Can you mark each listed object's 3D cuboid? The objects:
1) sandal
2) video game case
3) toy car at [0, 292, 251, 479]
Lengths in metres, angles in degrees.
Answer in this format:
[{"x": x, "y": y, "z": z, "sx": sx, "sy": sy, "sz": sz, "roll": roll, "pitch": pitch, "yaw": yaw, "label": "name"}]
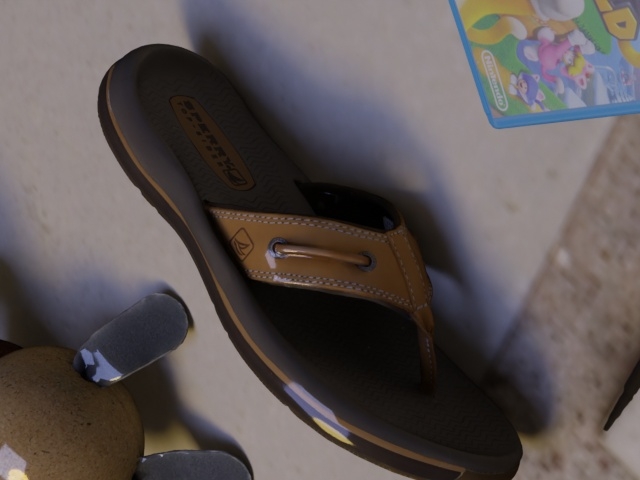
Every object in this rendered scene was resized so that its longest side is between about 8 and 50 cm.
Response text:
[{"x": 0.000, "y": 0.000, "z": 0.704, "sx": 0.060, "sy": 0.090, "sz": 0.219, "roll": -49, "pitch": 64, "yaw": 30, "label": "sandal"}, {"x": 0.093, "y": -0.096, "z": 0.562, "sx": 0.166, "sy": 0.015, "sz": 0.119, "roll": -3, "pitch": 110, "yaw": 52, "label": "video game case"}, {"x": -0.126, "y": 0.088, "z": 0.900, "sx": 0.188, "sy": 0.149, "sz": 0.155, "roll": -17, "pitch": 104, "yaw": 25, "label": "toy car"}]
